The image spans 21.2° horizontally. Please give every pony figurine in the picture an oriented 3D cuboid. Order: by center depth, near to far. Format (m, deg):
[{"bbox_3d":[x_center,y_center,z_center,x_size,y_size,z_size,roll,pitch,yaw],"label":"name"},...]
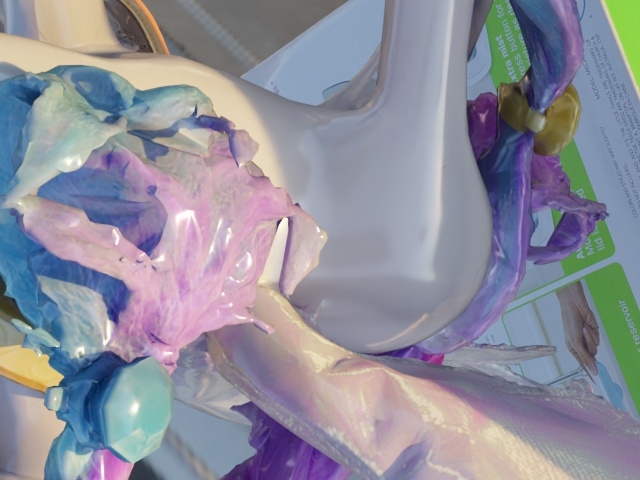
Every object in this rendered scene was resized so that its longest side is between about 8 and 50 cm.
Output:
[{"bbox_3d":[0.000,0.000,0.492,0.303,0.351,0.363,-164,80,-65],"label":"pony figurine"}]

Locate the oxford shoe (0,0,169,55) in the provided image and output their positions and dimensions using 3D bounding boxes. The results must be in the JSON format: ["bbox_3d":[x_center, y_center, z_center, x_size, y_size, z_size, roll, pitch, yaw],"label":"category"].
[{"bbox_3d":[-0.210,-0.140,1.564,0.364,0.133,0.130,46,125,22],"label":"oxford shoe"}]

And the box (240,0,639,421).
[{"bbox_3d":[0.107,-0.011,0.823,0.231,0.127,0.262,-31,76,44],"label":"box"}]
